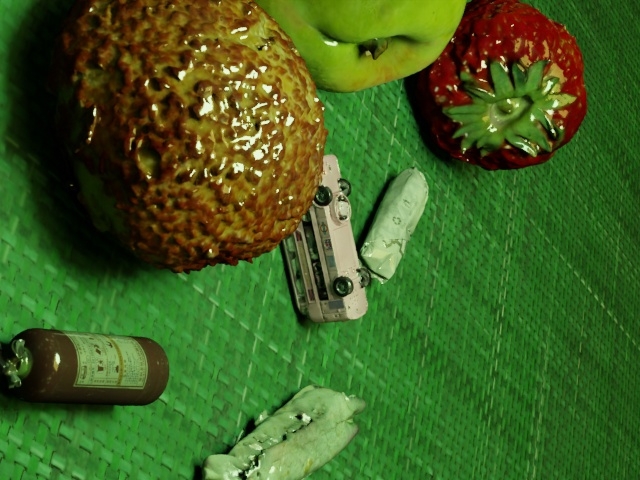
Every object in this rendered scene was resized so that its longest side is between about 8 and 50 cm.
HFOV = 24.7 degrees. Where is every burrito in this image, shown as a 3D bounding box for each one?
[{"bbox_3d":[-0.034,0.237,1.698,0.309,0.066,0.096,-26,110,-56],"label":"burrito"},{"bbox_3d":[0.100,-0.024,1.980,0.064,0.064,0.203,59,39,-32],"label":"burrito"}]

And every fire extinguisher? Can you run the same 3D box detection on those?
[{"bbox_3d":[-0.247,0.109,1.396,0.231,0.071,0.099,13,44,-55],"label":"fire extinguisher"}]

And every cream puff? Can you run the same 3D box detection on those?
[{"bbox_3d":[-0.119,-0.123,1.497,0.350,0.229,0.350,20,65,-52],"label":"cream puff"}]

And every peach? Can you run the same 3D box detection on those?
[{"bbox_3d":[0.031,-0.347,1.738,0.314,0.282,0.315,24,55,-47],"label":"peach"}]

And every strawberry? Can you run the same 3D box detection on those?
[{"bbox_3d":[0.262,-0.239,2.143,0.277,0.257,0.257,-76,145,-59],"label":"strawberry"}]

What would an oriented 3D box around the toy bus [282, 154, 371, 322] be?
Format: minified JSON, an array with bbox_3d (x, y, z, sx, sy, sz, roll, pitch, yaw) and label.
[{"bbox_3d":[0.000,0.000,1.784,0.063,0.090,0.203,-22,102,-58],"label":"toy bus"}]
